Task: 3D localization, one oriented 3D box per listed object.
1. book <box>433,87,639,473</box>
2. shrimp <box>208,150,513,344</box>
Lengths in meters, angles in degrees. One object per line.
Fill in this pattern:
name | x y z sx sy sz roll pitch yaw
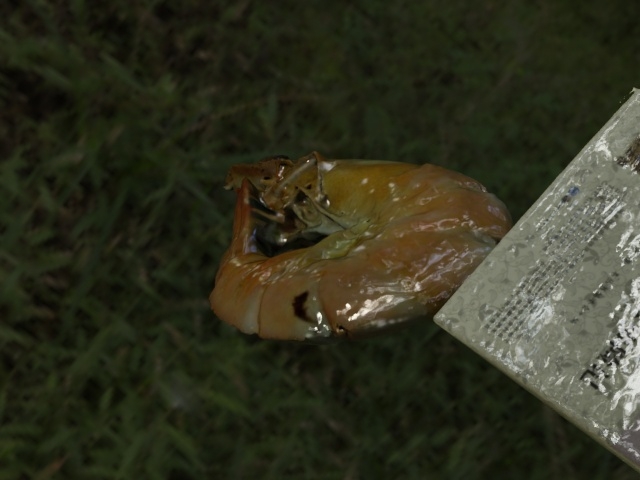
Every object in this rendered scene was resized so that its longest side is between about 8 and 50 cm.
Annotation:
book | 0.143 0.029 0.608 0.182 0.127 0.014 37 -13 34
shrimp | 0.000 -0.001 0.907 0.145 0.267 0.061 -31 118 -14
